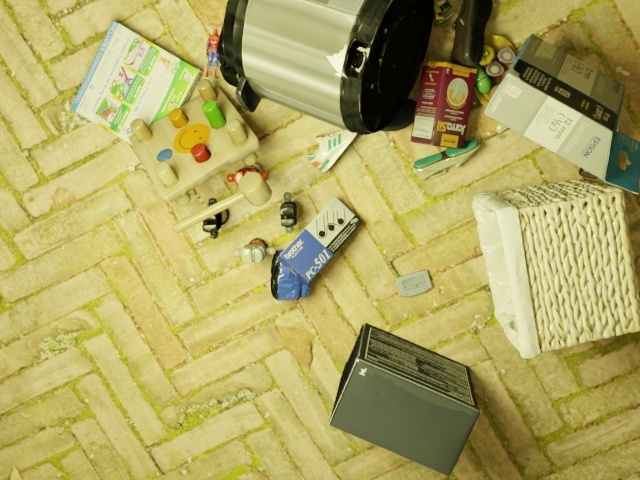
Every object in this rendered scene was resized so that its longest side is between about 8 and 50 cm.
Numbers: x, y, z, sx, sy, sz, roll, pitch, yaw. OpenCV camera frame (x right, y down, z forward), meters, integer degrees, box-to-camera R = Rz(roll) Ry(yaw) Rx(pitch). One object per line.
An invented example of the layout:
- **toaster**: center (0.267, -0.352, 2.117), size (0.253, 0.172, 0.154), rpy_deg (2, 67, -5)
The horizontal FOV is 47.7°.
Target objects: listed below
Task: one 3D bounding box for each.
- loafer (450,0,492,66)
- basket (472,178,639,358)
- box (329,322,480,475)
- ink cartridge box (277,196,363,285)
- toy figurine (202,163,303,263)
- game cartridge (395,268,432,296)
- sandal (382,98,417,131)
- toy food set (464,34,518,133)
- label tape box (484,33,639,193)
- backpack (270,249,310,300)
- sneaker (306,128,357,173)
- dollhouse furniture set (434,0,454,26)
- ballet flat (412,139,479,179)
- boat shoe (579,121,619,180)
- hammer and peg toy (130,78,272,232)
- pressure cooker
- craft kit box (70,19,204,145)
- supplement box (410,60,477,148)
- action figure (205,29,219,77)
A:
- **loafer**: center (0.334, -0.504, 1.657), size (0.078, 0.080, 0.220), rpy_deg (2, 75, 44)
- **basket**: center (0.513, 0.040, 1.608), size (0.266, 0.328, 0.332), rpy_deg (-13, 99, 5)
- **box**: center (0.194, 0.364, 1.707), size (0.296, 0.294, 0.183), rpy_deg (23, 100, 3)
- **ink cartridge box**: center (0.000, 0.000, 1.754), size (0.097, 0.046, 0.207), rpy_deg (43, 72, -1)
- **toy figurine**: center (-0.168, -0.063, 1.766), size (0.209, 0.148, 0.213), rpy_deg (38, 99, -6)
- **game cartridge**: center (0.233, 0.108, 1.806), size (0.083, 0.017, 0.056), rpy_deg (-17, 93, 9)
- **sandal**: center (0.108, -0.318, 1.714), size (0.254, 0.054, 0.097), rpy_deg (9, 64, 5)
- **toy food set**: center (0.421, -0.372, 1.683), size (0.128, 0.071, 0.218), rpy_deg (-28, 95, 10)
- **label tape box**: center (0.544, -0.270, 1.517), size (0.347, 0.249, 0.115), rpy_deg (30, 132, 7)
- **backpack**: center (-0.075, 0.083, 1.799), size (0.101, 0.098, 0.120), rpy_deg (-1, 93, -17)
- **sneaker**: center (0.030, -0.242, 1.754), size (0.075, 0.057, 0.161), rpy_deg (38, 104, -6)
- **dollhouse furniture set**: center (0.269, -0.533, 1.635), size (0.058, 0.152, 0.076), rpy_deg (-32, 93, 11)
- **ballet flat**: center (0.304, -0.192, 1.741), size (0.168, 0.057, 0.052), rpy_deg (-19, 124, 12)
- **boat shoe**: center (0.639, -0.254, 1.678), size (0.076, 0.080, 0.229), rpy_deg (4, 106, 4)
- **hammer and peg toy**: center (-0.277, -0.192, 1.647), size (0.265, 0.127, 0.361), rpy_deg (-31, 51, -5)
- **pressure cooker**: center (-0.007, -0.460, 1.554), size (0.420, 0.370, 0.376), rpy_deg (24, 128, 20)
- **craft kit box**: center (-0.454, -0.373, 1.793), size (0.246, 0.061, 0.250), rpy_deg (32, 101, 4)
- **supplement box**: center (0.286, -0.313, 1.681), size (0.104, 0.080, 0.188), rpy_deg (2, 101, -33)
- **action figure**: center (-0.262, -0.457, 1.770), size (0.038, 0.030, 0.115), rpy_deg (6, 94, 0)
